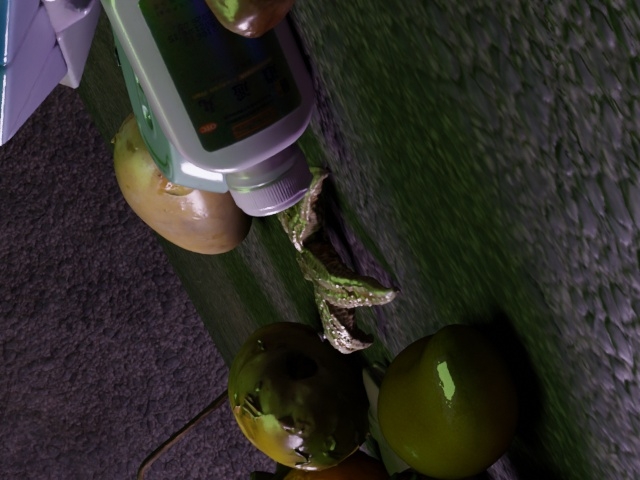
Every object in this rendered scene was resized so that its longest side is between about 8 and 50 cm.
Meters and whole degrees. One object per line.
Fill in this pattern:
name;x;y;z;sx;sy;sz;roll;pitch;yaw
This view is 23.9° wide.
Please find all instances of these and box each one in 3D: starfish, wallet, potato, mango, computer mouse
starfish;0.000;0.000;1.337;0.277;0.062;0.235;-138;26;-76
wallet;0.083;0.195;1.456;0.118;0.039;0.152;48;160;48
potato;-0.154;-0.072;1.703;0.234;0.146;0.150;77;-168;-61
mango;0.091;0.107;1.024;0.102;0.085;0.184;62;161;14
potato;-0.026;0.174;1.675;0.173;0.140;0.300;54;177;0
computer mouse;-0.120;-0.175;1.301;0.159;0.097;0.288;-129;25;-55

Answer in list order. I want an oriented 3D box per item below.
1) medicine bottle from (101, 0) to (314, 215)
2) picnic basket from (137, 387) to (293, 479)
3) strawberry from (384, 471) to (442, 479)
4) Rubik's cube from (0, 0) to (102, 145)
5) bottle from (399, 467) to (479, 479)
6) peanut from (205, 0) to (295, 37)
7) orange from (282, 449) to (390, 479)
medicine bottle;-0.071;-0.122;1.118;0.078;0.115;0.219;44;160;59
picnic basket;-0.065;0.359;2.061;0.321;0.254;0.291;52;172;-5
strawberry;0.101;0.302;1.120;0.288;0.238;0.250;42;-154;-27
Rubik's cube;-0.383;-0.319;1.570;0.358;0.368;0.387;21;130;5
bottle;0.107;0.288;1.341;0.120;0.120;0.253;54;169;39
peanut;-0.057;-0.201;0.943;0.076;0.076;0.152;-141;31;-68
orange;0.032;0.356;1.773;0.219;0.193;0.219;50;-176;-5
